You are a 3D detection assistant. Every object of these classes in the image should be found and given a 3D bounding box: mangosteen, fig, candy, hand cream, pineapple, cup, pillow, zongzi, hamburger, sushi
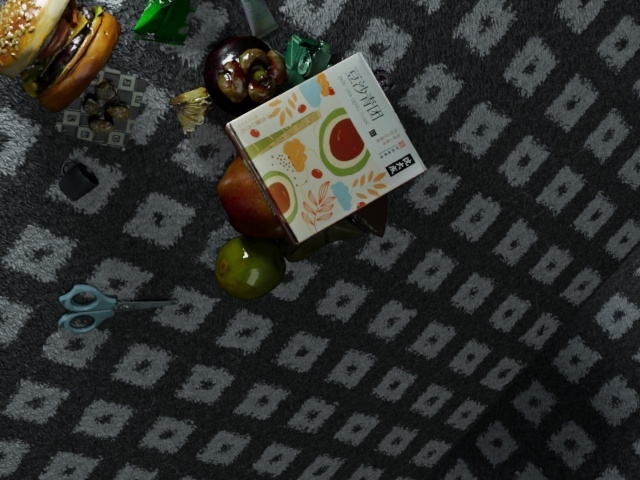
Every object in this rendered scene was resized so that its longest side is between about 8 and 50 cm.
[{"bbox_3d":[-0.183,-0.419,1.822,0.212,0.250,0.211,-6,103,-27],"label":"mangosteen"},{"bbox_3d":[-0.204,0.073,2.181,0.230,0.207,0.207,-22,130,-33],"label":"fig"},{"bbox_3d":[-0.367,-0.572,1.746,0.141,0.078,0.203,8,123,-29],"label":"candy"},{"bbox_3d":[-0.170,-0.602,1.844,0.076,0.047,0.174,-31,138,-4],"label":"hand cream"},{"bbox_3d":[-0.351,-0.347,1.909,0.116,0.069,0.137,16,115,-34],"label":"pineapple"},{"bbox_3d":[-0.651,-0.162,1.896,0.077,0.078,0.100,-37,96,7],"label":"cup"},{"bbox_3d":[0.110,-0.184,2.045,0.109,0.305,0.308,-14,161,19],"label":"pillow"},{"bbox_3d":[0.000,0.000,2.185,0.125,0.274,0.250,-23,143,-51],"label":"zongzi"},{"bbox_3d":[-0.603,-0.451,1.596,0.225,0.291,0.291,35,103,-34],"label":"hamburger"},{"bbox_3d":[-0.557,-0.337,1.836,0.193,0.040,0.210,14,114,-32],"label":"sushi"}]

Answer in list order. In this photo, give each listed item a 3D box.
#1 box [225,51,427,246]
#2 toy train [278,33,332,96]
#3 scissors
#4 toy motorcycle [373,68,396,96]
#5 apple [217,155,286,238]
[{"bbox_3d":[0.012,-0.225,1.806,0.385,0.122,0.344,-30,90,-6],"label":"box"},{"bbox_3d":[-0.054,-0.426,1.940,0.115,0.154,0.269,6,118,-31],"label":"toy train"},{"bbox_3d":[-0.610,0.201,2.184,0.361,0.029,0.191,-4,127,-25],"label":"scissors"},{"bbox_3d":[0.136,-0.397,2.099,0.215,0.080,0.122,-43,127,8],"label":"toy motorcycle"},{"bbox_3d":[-0.117,-0.141,2.002,0.317,0.288,0.288,-12,135,26],"label":"apple"}]
